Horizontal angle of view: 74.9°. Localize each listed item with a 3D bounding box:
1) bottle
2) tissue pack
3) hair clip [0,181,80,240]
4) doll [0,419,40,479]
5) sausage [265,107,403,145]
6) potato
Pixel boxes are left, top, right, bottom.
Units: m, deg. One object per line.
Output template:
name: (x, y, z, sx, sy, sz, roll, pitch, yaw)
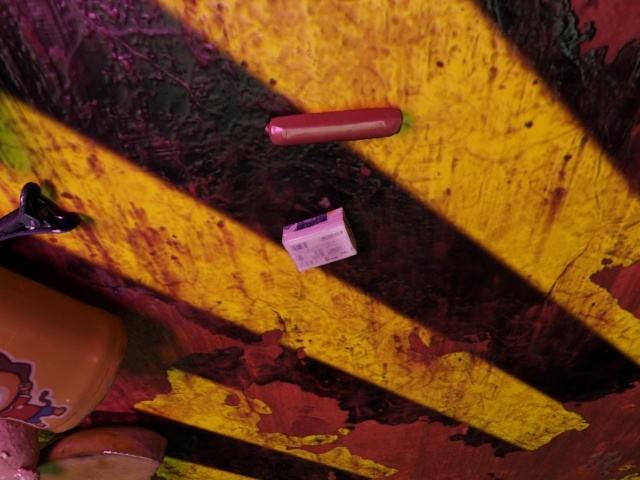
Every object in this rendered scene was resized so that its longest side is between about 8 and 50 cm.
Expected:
bottle: (-0.432, 0.104, 0.491, 0.172, 0.171, 0.351, -30, 135, 21)
tissue pack: (0.000, 0.000, 0.541, 0.084, 0.042, 0.062, -18, 128, 12)
hair clip: (-0.409, 0.000, 0.531, 0.230, 0.039, 0.070, -23, 130, 22)
doll: (-0.623, 0.385, 0.793, 0.278, 0.149, 0.175, -23, 119, 33)
sausage: (0.014, -0.121, 0.444, 0.147, 0.035, 0.030, -6, 152, 1)
potato: (-0.407, 0.450, 0.866, 0.255, 0.112, 0.269, -31, 124, 19)
